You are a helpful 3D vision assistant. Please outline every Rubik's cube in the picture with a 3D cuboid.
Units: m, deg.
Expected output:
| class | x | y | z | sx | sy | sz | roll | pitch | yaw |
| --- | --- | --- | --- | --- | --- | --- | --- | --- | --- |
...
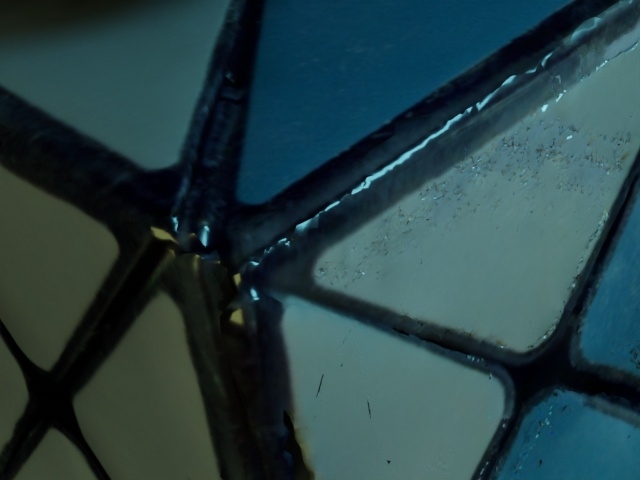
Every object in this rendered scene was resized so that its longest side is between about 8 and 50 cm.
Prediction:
| class | x | y | z | sx | sy | sz | roll | pitch | yaw |
| --- | --- | --- | --- | --- | --- | --- | --- | --- | --- |
| Rubik's cube | 0.000 | 0.000 | 0.775 | 0.310 | 0.305 | 0.307 | 28 | 139 | 44 |
